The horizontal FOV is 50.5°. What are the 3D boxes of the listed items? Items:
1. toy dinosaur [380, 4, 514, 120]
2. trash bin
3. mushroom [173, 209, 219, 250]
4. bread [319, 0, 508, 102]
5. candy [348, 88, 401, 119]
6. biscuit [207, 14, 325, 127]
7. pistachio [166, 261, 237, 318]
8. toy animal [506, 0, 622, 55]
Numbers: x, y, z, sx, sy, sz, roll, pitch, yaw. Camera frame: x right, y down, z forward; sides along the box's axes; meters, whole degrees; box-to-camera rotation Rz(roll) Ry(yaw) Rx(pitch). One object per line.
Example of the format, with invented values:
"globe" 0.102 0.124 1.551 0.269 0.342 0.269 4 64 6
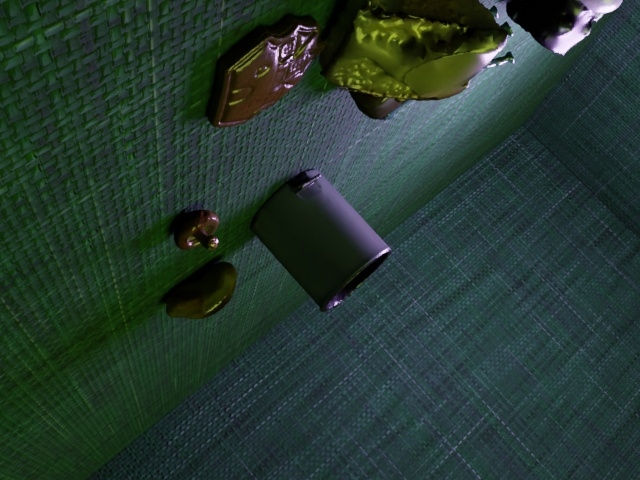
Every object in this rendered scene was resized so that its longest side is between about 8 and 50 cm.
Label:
"toy dinosaur" 0.221 -0.379 1.396 0.331 0.129 0.383 -24 161 16
"trash bin" 0.000 0.000 1.582 0.217 0.262 0.277 -35 167 -31
"mushroom" -0.216 -0.019 1.219 0.088 0.073 0.129 -21 -165 -26
"bread" 0.134 -0.324 1.083 0.262 0.162 0.204 10 146 -20
"candy" 0.152 -0.333 1.253 0.234 0.102 0.104 -42 169 5
"biscuit" -0.067 -0.248 0.983 0.215 0.034 0.182 -36 168 -31
"pistachio" -0.267 0.130 1.568 0.189 0.100 0.110 -38 165 -27
"toy animal" 0.599 -0.585 1.595 0.267 0.212 0.212 -41 172 32
